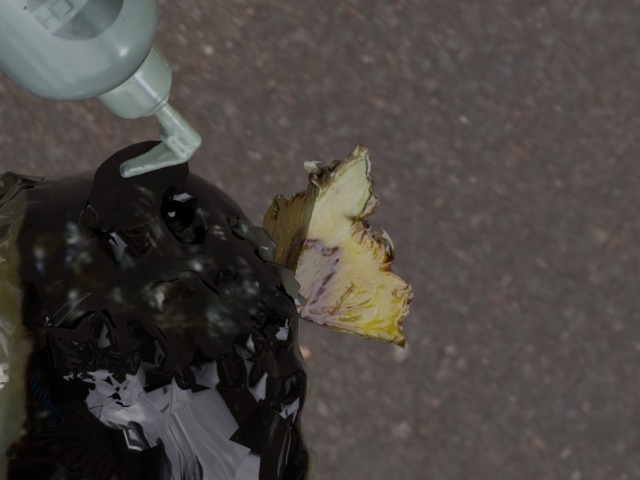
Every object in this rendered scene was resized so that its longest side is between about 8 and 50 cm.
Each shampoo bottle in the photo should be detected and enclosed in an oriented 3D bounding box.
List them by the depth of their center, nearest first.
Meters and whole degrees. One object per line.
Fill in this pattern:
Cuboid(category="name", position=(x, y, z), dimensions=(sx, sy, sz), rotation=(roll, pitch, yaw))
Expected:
Cuboid(category="shampoo bottle", position=(-0.085, -0.080, 0.533), dimensions=(0.056, 0.056, 0.195), rotation=(-44, 138, -1))

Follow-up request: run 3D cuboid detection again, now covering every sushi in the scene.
Cuboid(category="sushi", position=(-0.181, 0.118, 0.927), dimensions=(0.285, 0.328, 0.328), rotation=(8, 129, -23))

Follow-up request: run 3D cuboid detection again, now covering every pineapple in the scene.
Cuboid(category="pineapple", position=(0.000, 0.000, 1.004), dimensions=(0.077, 0.114, 0.114), rotation=(-12, 119, -53))
